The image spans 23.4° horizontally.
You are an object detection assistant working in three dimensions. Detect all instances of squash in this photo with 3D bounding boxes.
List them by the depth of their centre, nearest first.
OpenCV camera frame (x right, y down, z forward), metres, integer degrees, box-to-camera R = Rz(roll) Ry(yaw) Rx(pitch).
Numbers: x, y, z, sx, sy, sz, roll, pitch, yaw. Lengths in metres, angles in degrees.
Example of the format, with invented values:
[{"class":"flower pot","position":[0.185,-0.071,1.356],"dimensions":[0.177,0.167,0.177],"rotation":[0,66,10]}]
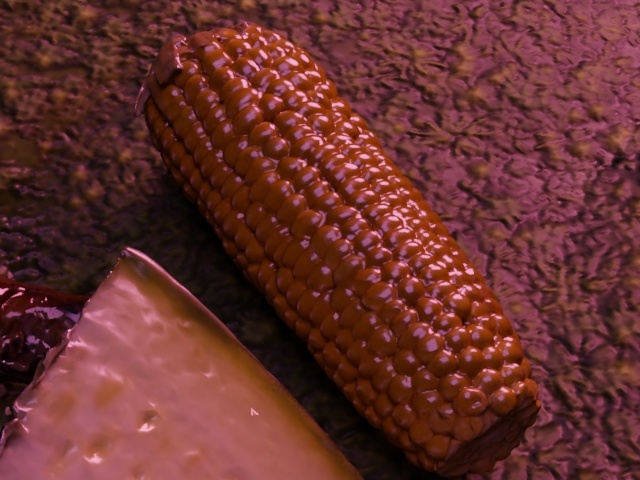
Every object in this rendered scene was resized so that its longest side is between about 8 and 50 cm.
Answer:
[{"class":"squash","position":[-0.021,0.149,0.539],"dimensions":[0.155,0.204,0.237],"rotation":[1,44,30]}]

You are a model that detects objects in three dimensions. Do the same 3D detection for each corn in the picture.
[{"class":"corn","position":[0.004,-0.003,0.712],"dimensions":[0.091,0.091,0.260],"rotation":[-33,60,-5]}]

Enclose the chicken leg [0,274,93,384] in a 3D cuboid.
[{"class":"chicken leg","position":[-0.171,0.039,0.686],"dimensions":[0.196,0.080,0.125],"rotation":[-5,59,-16]}]
